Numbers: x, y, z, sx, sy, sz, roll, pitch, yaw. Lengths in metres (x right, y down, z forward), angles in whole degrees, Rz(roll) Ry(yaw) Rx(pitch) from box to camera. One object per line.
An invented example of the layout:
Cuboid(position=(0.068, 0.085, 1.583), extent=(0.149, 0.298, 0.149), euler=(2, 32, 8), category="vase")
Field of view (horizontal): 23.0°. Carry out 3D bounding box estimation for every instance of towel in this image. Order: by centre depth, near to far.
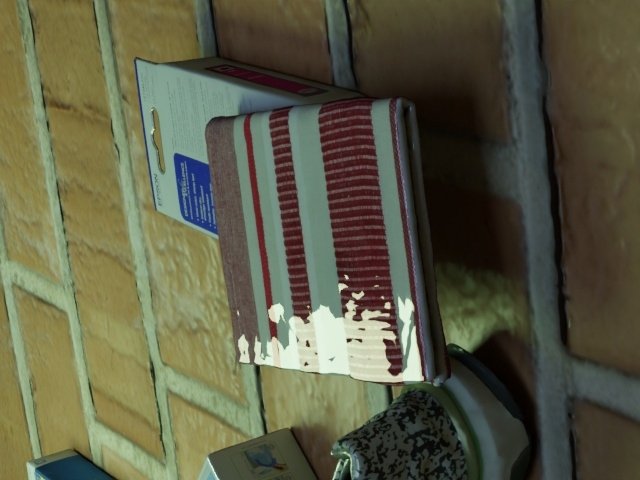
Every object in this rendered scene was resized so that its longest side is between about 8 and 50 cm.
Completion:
Cuboid(position=(0.000, 0.000, 1.356), extent=(0.329, 0.037, 0.237), euler=(1, 100, 59), category="towel")

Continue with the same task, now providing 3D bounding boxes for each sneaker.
Cuboid(position=(0.042, 0.268, 1.389), extent=(0.158, 0.182, 0.410), euler=(49, 143, 38), category="sneaker")

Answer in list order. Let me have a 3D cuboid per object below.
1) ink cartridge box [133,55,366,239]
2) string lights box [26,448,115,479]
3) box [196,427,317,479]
Cuboid(position=(-0.071, -0.079, 1.545), extent=(0.371, 0.069, 0.175), euler=(21, 122, 54), category="ink cartridge box")
Cuboid(position=(-0.327, 0.399, 2.227), extent=(0.260, 0.077, 0.133), euler=(17, 117, 57), category="string lights box")
Cuboid(position=(-0.044, 0.320, 1.652), extent=(0.203, 0.103, 0.114), euler=(59, 148, 27), category="box")
